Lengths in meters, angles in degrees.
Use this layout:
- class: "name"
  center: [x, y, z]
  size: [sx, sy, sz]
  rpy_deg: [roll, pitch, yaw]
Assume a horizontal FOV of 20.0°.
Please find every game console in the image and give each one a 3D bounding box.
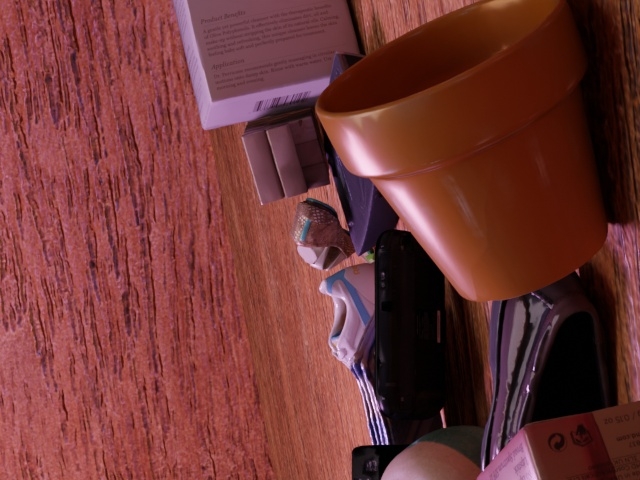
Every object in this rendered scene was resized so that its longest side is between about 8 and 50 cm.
- class: "game console"
  center: [0.104, 0.171, 1.928]
  size: [0.213, 0.044, 0.361]
  rpy_deg: [10, -101, -56]

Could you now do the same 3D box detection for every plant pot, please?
- class: "plant pot"
  center: [0.128, -0.064, 1.392]
  size: [0.188, 0.205, 0.205]
  rpy_deg: [63, 174, -17]

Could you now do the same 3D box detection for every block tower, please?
- class: "block tower"
  center: [-0.043, -0.123, 2.351]
  size: [0.335, 0.091, 0.097]
  rpy_deg: [-93, -12, -79]

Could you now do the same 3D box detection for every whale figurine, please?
- class: "whale figurine"
  center: [0.179, 0.301, 1.775]
  size: [0.272, 0.141, 0.216]
  rpy_deg: [54, 148, 2]

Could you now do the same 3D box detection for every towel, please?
- class: "towel"
  center: [0.095, 0.204, 2.037]
  size: [0.209, 0.034, 0.285]
  rpy_deg: [-62, -38, -60]

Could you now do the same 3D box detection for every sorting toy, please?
- class: "sorting toy"
  center: [0.056, 0.001, 2.348]
  size: [0.083, 0.012, 0.062]
  rpy_deg: [-134, 33, -72]

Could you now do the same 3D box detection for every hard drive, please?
- class: "hard drive"
  center: [0.051, -0.100, 2.121]
  size: [0.254, 0.054, 0.172]
  rpy_deg: [98, 157, -67]

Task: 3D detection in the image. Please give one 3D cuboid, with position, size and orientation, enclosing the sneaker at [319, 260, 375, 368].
- class: "sneaker"
  center: [0.063, 0.142, 2.263]
  size: [0.087, 0.092, 0.228]
  rpy_deg: [-179, 75, -78]

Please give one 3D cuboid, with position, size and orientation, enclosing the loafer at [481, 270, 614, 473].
- class: "loafer"
  center: [0.196, 0.166, 1.516]
  size: [0.095, 0.109, 0.302]
  rpy_deg: [-135, 36, -65]

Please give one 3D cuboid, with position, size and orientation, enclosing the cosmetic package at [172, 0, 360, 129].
- class: "cosmetic package"
  center: [-0.088, -0.340, 2.193]
  size: [0.155, 0.197, 0.365]
  rpy_deg: [126, 132, -78]

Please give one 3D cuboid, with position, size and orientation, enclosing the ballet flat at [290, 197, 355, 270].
- class: "ballet flat"
  center: [0.000, 0.000, 2.257]
  size: [0.067, 0.073, 0.206]
  rpy_deg: [-66, -19, -6]

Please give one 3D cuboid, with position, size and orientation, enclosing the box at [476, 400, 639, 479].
- class: "box"
  center: [0.222, 0.254, 1.366]
  size: [0.148, 0.127, 0.232]
  rpy_deg: [114, 143, -64]
